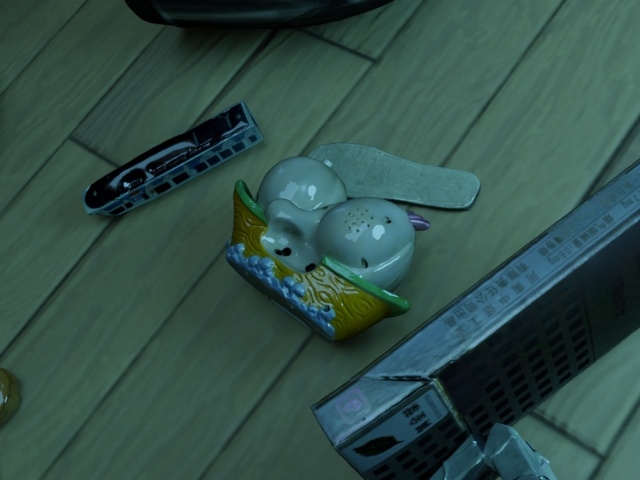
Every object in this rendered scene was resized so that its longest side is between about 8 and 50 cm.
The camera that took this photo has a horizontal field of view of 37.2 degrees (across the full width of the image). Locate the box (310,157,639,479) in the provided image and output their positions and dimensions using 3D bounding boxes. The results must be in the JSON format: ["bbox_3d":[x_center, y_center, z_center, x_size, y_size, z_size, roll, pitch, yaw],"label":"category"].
[{"bbox_3d":[0.157,0.077,0.740,0.325,0.180,0.047,-37,55,-3],"label":"box"}]

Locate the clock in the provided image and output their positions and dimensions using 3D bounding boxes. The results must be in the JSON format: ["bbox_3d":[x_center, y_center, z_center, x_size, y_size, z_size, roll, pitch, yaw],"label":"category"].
[{"bbox_3d":[0.000,0.000,0.891,0.231,0.103,0.144,33,76,30],"label":"clock"}]

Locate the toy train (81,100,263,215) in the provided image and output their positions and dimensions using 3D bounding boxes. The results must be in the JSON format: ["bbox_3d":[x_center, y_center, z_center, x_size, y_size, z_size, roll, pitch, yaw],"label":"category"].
[{"bbox_3d":[-0.163,-0.082,1.032,0.207,0.047,0.043,-27,55,5],"label":"toy train"}]

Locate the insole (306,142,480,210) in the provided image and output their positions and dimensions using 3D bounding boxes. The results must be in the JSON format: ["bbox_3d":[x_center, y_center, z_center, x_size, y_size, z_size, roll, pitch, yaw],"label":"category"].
[{"bbox_3d":[0.067,-0.063,0.957,0.192,0.010,0.063,12,66,27],"label":"insole"}]

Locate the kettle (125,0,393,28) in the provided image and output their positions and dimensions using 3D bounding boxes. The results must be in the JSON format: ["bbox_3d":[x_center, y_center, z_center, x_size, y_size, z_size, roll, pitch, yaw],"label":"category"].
[{"bbox_3d":[-0.023,-0.358,1.062,0.324,0.228,0.321,9,34,19],"label":"kettle"}]

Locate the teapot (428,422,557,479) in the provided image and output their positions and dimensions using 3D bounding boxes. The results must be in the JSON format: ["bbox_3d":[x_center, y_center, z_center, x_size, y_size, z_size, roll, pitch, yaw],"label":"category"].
[{"bbox_3d":[0.120,0.253,0.664,0.178,0.163,0.221,-40,65,12],"label":"teapot"}]

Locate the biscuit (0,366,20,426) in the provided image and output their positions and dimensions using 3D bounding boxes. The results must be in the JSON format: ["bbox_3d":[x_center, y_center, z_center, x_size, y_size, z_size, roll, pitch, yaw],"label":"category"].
[{"bbox_3d":[-0.408,0.202,0.963,0.216,0.047,0.340,-19,57,8],"label":"biscuit"}]
